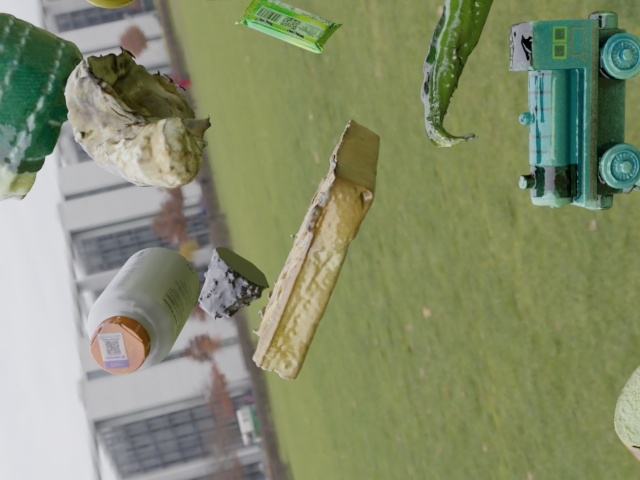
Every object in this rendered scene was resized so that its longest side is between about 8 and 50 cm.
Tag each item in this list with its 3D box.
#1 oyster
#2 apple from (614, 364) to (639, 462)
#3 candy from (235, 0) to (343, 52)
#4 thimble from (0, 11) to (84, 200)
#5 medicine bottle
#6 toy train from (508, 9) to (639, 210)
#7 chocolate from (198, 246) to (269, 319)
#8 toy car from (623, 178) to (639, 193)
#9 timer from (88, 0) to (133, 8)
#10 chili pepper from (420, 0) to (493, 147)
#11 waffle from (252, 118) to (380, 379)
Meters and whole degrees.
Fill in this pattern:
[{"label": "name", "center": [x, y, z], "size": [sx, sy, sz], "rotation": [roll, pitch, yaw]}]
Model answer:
[{"label": "oyster", "center": [-0.173, -0.118, 1.015], "size": [0.094, 0.166, 0.294], "rotation": [-59, -1, 13]}, {"label": "apple", "center": [0.732, 0.312, 1.859], "size": [0.254, 0.346, 0.179], "rotation": [56, -176, 5]}, {"label": "candy", "center": [-0.058, -0.402, 1.824], "size": [0.032, 0.178, 0.102], "rotation": [102, -165, -47]}, {"label": "thimble", "center": [-0.458, -0.199, 1.431], "size": [0.254, 0.167, 0.288], "rotation": [-55, 23, 22]}, {"label": "medicine bottle", "center": [-0.321, 0.131, 1.770], "size": [0.289, 0.157, 0.157], "rotation": [-72, -28, -68]}, {"label": "toy train", "center": [0.377, -0.190, 1.471], "size": [0.120, 0.194, 0.298], "rotation": [-149, 56, -75]}, {"label": "chocolate", "center": [-0.208, 0.106, 2.154], "size": [0.156, 0.133, 0.156], "rotation": [37, -171, -7]}, {"label": "toy car", "center": [0.583, -0.108, 1.634], "size": [0.320, 0.141, 0.097], "rotation": [5, -71, -84]}, {"label": "timer", "center": [-0.143, -0.437, 1.061], "size": [0.387, 0.376, 0.376], "rotation": [-13, -91, -53]}, {"label": "chili pepper", "center": [0.179, -0.275, 1.204], "size": [0.076, 0.085, 0.359], "rotation": [48, -128, -72]}, {"label": "waffle", "center": [-0.001, 0.000, 1.377], "size": [0.348, 0.077, 0.304], "rotation": [-75, 8, -71]}]
